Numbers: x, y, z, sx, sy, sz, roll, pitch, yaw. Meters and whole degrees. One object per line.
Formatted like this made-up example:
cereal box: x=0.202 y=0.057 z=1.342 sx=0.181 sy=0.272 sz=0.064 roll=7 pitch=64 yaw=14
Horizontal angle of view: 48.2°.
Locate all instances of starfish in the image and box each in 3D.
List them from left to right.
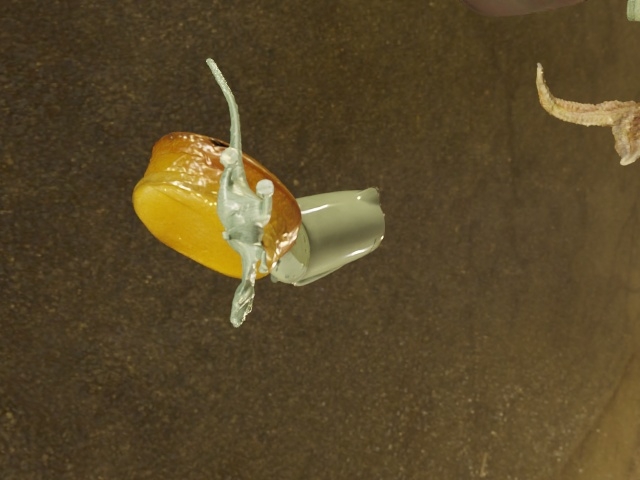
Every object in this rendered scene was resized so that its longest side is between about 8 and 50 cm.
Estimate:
starfish: x=0.565 y=-0.248 z=1.211 sx=0.384 sy=0.398 sz=0.132 roll=-106 pitch=-169 yaw=-69

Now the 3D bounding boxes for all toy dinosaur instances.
toy dinosaur: x=-0.098 y=-0.087 z=0.906 sx=0.076 sy=0.129 sz=0.383 roll=4 pitch=72 yaw=-20

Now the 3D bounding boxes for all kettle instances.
kettle: x=0.000 y=0.000 z=1.522 sx=0.255 sy=0.165 sz=0.240 roll=-18 pitch=142 yaw=-44

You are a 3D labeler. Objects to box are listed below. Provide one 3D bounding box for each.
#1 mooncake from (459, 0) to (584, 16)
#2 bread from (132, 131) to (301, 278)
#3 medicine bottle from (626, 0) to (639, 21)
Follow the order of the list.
mooncake: x=0.165 y=-0.261 z=0.461 sx=0.133 sy=0.245 sz=0.245 roll=35 pitch=65 yaw=-26
bread: x=-0.161 y=-0.055 z=1.130 sx=0.269 sy=0.195 sz=0.143 roll=28 pitch=53 yaw=-3
medicine bottle: x=0.584 y=-0.355 z=1.025 sx=0.079 sy=0.258 sz=0.124 roll=1 pitch=99 yaw=-59
